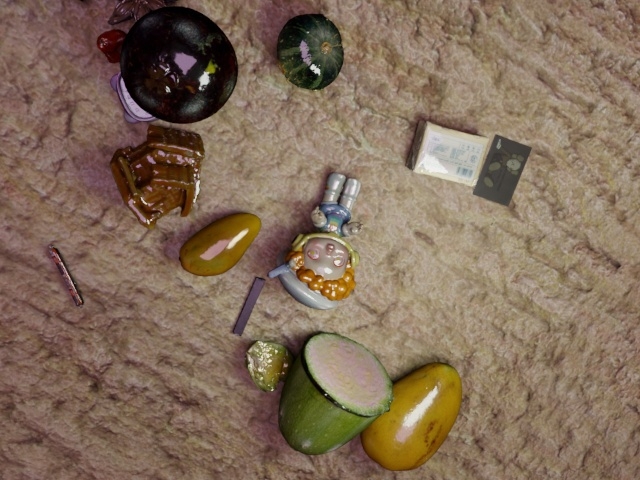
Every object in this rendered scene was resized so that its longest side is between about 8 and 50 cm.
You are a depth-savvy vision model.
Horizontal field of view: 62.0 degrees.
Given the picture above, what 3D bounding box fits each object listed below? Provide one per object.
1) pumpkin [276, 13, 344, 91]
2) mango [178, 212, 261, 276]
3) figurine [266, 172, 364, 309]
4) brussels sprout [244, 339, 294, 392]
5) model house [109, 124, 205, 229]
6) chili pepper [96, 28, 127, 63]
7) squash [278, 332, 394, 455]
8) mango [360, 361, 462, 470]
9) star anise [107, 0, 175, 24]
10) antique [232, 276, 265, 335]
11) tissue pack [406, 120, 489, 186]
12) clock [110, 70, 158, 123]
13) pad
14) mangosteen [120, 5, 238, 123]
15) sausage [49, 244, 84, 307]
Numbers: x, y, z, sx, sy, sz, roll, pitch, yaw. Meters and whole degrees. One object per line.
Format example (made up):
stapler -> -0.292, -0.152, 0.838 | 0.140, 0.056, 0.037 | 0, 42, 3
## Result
pumpkin -> -0.026, -0.488, 1.383 | 0.191, 0.146, 0.190 | 5, 80, -28
mango -> -0.274, 0.013, 1.494 | 0.253, 0.113, 0.138 | -34, 102, -6
figurine -> 0.029, 0.009, 1.513 | 0.225, 0.205, 0.381 | 33, 78, -11
brussels sprout -> -0.155, 0.370, 1.607 | 0.139, 0.100, 0.181 | -37, 104, -8
model house -> -0.402, -0.183, 1.391 | 0.229, 0.199, 0.219 | -33, 118, 5
chili pepper -> -0.517, -0.480, 1.308 | 0.065, 0.169, 0.088 | 19, 103, -11
squash -> 0.015, 0.488, 1.593 | 0.311, 0.310, 0.308 | 24, 118, -13
mango -> 0.290, 0.536, 1.640 | 0.378, 0.221, 0.264 | -49, 126, 0
star anise -> -0.457, -0.593, 1.334 | 0.208, 0.063, 0.171 | 24, 88, -14
antique -> -0.215, 0.197, 1.595 | 0.031, 0.015, 0.191 | 23, 99, -11
tissue pack -> 0.360, -0.250, 1.522 | 0.197, 0.092, 0.148 | 12, 102, -12
clock -> -0.485, -0.381, 1.397 | 0.110, 0.050, 0.152 | -19, 105, -2
pad -> 0.546, -0.209, 1.603 | 0.127, 0.004, 0.190 | 16, 102, -11
mangosteen -> -0.334, -0.422, 1.291 | 0.288, 0.288, 0.287 | -2, 104, -7
sausage -> -0.714, 0.103, 1.500 | 0.029, 0.025, 0.198 | -17, 106, 12
